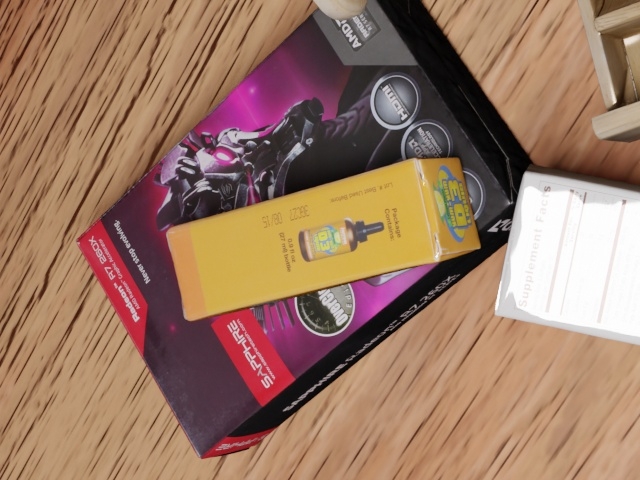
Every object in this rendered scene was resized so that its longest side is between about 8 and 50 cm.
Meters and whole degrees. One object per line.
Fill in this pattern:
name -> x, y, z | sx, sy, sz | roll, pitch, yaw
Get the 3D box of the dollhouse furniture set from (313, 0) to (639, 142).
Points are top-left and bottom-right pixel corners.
dollhouse furniture set -> 0.163, -0.216, 1.052 | 0.362, 0.394, 0.257 | -19, 80, 32

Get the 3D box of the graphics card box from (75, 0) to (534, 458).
graphics card box -> -0.015, -0.013, 1.351 | 0.371, 0.094, 0.233 | -40, 71, 26

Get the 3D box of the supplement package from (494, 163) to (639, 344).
supplement package -> 0.221, 0.014, 1.151 | 0.179, 0.105, 0.105 | 12, 98, 8

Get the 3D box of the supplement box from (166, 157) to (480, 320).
supplement box -> 0.000, 0.000, 1.242 | 0.233, 0.080, 0.078 | -14, 86, 33
